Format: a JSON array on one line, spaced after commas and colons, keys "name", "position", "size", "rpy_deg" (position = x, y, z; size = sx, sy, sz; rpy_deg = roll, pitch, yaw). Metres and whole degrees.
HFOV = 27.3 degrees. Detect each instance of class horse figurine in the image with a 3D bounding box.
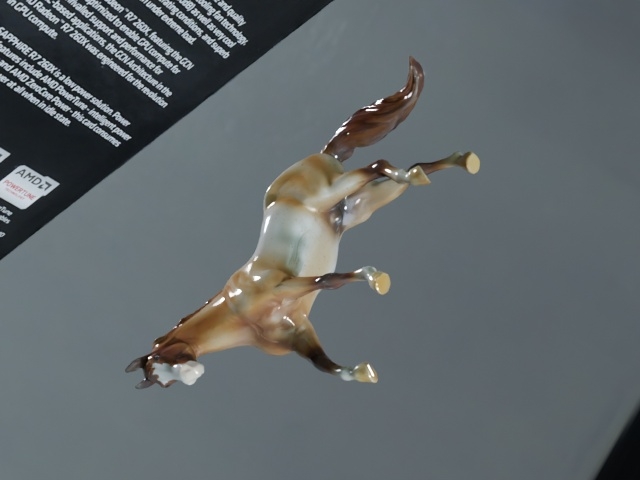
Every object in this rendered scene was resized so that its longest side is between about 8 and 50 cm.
[{"name": "horse figurine", "position": [0.000, 0.000, 0.879], "size": [0.174, 0.263, 0.066], "rpy_deg": [-3, -38, 44]}]

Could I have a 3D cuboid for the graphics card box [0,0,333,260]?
[{"name": "graphics card box", "position": [-0.140, -0.102, 0.433], "size": [0.233, 0.371, 0.094], "rpy_deg": [37, 19, -52]}]
